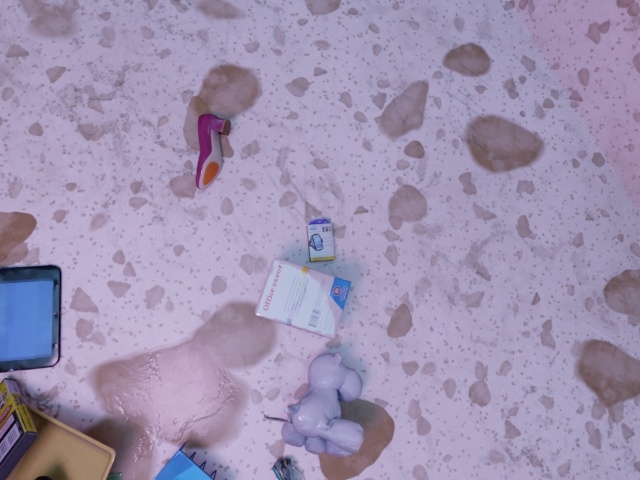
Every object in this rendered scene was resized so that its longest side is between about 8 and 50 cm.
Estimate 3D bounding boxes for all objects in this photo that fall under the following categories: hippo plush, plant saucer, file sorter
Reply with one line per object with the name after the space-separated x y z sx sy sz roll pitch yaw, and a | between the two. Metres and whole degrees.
-0.005 0.454 1.156 0.294 0.234 0.236 34 46 -16 | hippo plush
-0.694 0.629 1.021 0.333 0.081 0.332 17 78 15 | plant saucer
-0.353 0.657 1.090 0.170 0.104 0.118 42 77 0 | file sorter

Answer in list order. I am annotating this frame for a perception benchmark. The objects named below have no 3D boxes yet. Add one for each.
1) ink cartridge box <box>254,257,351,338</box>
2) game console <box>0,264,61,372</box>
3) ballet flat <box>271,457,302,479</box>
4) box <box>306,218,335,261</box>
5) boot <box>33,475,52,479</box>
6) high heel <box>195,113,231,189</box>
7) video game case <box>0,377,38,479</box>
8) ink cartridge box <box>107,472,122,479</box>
-0.057 0.171 1.185 0.233 0.168 0.171 19 77 -5 | ink cartridge box
-0.864 0.207 1.065 0.174 0.250 0.292 -9 80 17 | game console
-0.072 0.712 1.146 0.070 0.070 0.188 -23 88 -12 | ballet flat
0.000 0.000 1.297 0.081 0.028 0.136 -4 78 -9 | box
-0.676 0.701 0.901 0.207 0.094 0.246 -40 63 -6 | boot
-0.373 -0.285 1.280 0.117 0.082 0.243 16 91 23 | high heel
-0.835 0.527 0.998 0.248 0.035 0.274 24 75 39 | video game case
-0.592 0.740 1.062 0.109 0.062 0.209 -1 80 -7 | ink cartridge box
